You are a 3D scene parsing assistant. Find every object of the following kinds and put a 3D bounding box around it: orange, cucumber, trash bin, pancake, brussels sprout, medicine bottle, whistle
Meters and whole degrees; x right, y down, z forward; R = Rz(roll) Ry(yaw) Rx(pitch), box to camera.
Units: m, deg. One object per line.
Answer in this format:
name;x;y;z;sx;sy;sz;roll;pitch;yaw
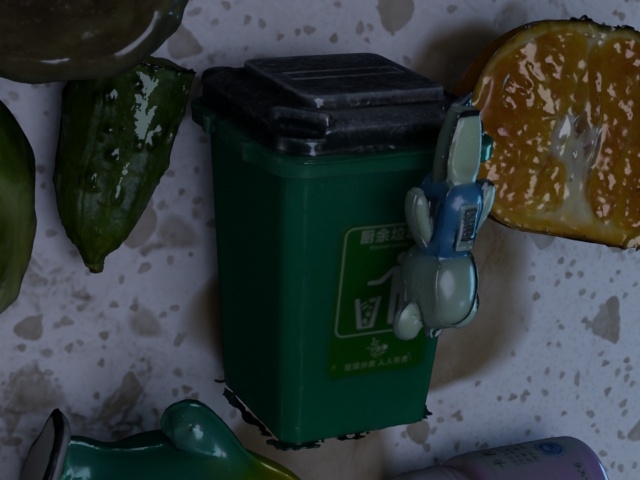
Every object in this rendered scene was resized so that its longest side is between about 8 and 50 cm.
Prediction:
orange;0.299;-0.120;1.717;0.310;0.274;0.274;3;99;8
cucumber;-0.215;-0.083;1.538;0.134;0.134;0.244;8;100;-28
trash bin;0.000;0.000;1.589;0.259;0.295;0.381;-6;112;-26
pancake;-0.256;-0.291;1.462;0.294;0.049;0.294;2;76;-6
brussels sprout;-0.372;-0.036;1.416;0.210;0.219;0.271;-40;135;-25
medicine bottle;0.215;0.326;1.804;0.254;0.152;0.152;-5;101;-27
whistle;0.120;-0.015;1.437;0.114;0.077;0.236;-9;114;-36

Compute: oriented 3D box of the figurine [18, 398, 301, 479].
figurine;-0.149;0.312;1.568;0.340;0.231;0.323;19;111;-17
